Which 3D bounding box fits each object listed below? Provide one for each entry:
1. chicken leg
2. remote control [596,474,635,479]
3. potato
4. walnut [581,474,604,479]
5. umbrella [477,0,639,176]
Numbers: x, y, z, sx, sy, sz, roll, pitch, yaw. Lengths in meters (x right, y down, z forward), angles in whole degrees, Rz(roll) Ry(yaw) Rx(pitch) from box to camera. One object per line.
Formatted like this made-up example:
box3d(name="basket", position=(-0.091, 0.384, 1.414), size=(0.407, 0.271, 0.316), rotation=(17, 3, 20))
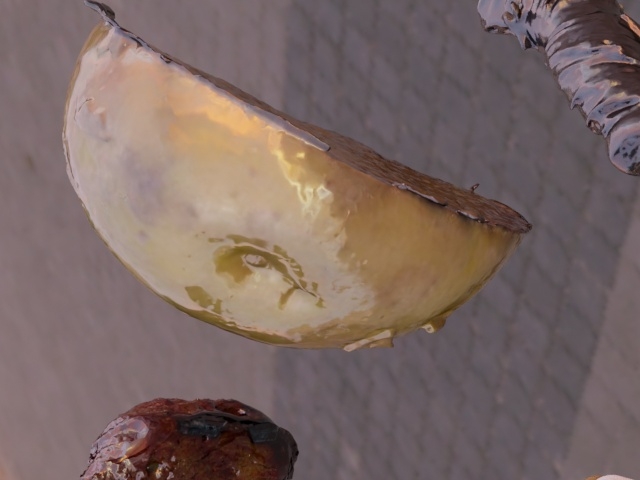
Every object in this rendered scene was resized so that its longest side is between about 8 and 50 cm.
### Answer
box3d(name="chicken leg", position=(-0.111, 0.158, 1.066), size=(0.051, 0.253, 0.106), rotation=(17, 113, 44))
box3d(name="remote control", position=(0.192, 0.271, 1.127), size=(0.034, 0.103, 0.250), rotation=(-83, 9, -61))
box3d(name="potato", position=(0.000, 0.000, 0.694), size=(0.098, 0.243, 0.138), rotation=(-63, 32, 7))
box3d(name="walnut", position=(0.282, 0.323, 1.727), size=(0.166, 0.166, 0.149), rotation=(26, 145, 59))
box3d(name="umbrella", position=(0.212, -0.166, 1.387), size=(0.357, 0.113, 0.106), rotation=(-108, 16, -48))
